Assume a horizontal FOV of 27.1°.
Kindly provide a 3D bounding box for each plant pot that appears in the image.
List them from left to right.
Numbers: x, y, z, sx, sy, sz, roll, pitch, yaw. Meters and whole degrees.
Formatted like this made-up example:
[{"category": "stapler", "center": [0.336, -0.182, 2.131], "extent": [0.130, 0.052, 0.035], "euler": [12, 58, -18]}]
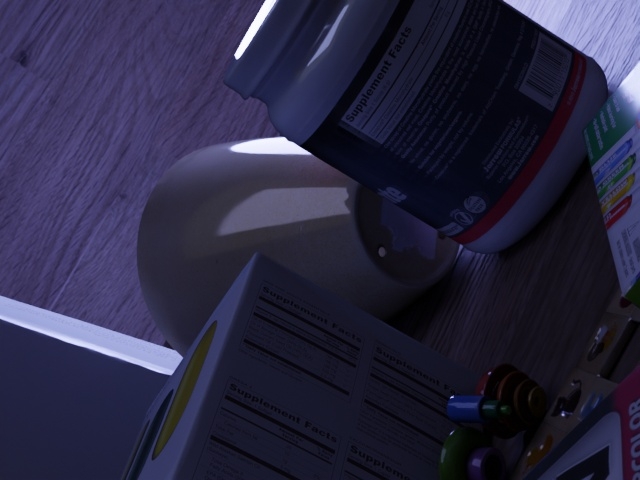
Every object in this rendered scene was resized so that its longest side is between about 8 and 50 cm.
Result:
[{"category": "plant pot", "center": [0.000, 0.000, 1.287], "extent": [0.274, 0.256, 0.256], "euler": [-16, 41, 53]}]

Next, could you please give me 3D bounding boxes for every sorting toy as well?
[{"category": "sorting toy", "center": [0.112, 0.119, 0.834], "extent": [0.042, 0.061, 0.102], "euler": [-5, 46, 44]}]

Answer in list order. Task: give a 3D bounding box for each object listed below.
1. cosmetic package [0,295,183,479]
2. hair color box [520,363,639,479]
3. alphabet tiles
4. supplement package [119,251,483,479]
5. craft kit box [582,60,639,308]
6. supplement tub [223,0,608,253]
[{"category": "cosmetic package", "center": [-0.296, 0.260, 1.491], "extent": [0.394, 0.327, 0.329], "euler": [-177, 107, -79]}, {"category": "hair color box", "center": [0.087, 0.209, 0.508], "extent": [0.374, 0.114, 0.185], "euler": [-53, 12, 33]}, {"category": "alphabet tiles", "center": [0.158, 0.119, 0.732], "extent": [0.237, 0.009, 0.198], "euler": [-60, 10, -3]}, {"category": "supplement package", "center": [-0.030, 0.190, 0.884], "extent": [0.199, 0.198, 0.262], "euler": [-55, 10, 34]}, {"category": "craft kit box", "center": [0.254, -0.098, 0.750], "extent": [0.246, 0.061, 0.250], "euler": [-50, 12, 22]}, {"category": "supplement tub", "center": [0.078, -0.130, 1.092], "extent": [0.191, 0.272, 0.191], "euler": [-57, 10, 15]}]
